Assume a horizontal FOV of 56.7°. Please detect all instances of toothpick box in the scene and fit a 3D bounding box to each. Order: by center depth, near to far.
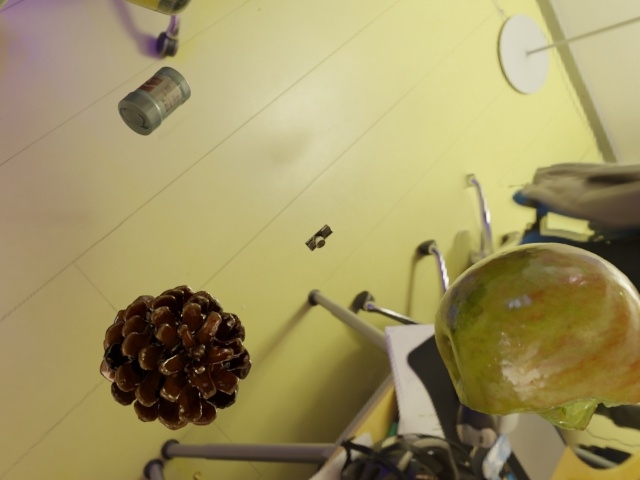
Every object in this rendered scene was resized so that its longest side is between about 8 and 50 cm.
[{"bbox_3d":[-0.398,-0.337,1.427,0.101,0.101,0.153,51,53,-24],"label":"toothpick box"}]

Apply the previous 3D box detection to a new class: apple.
[{"bbox_3d":[0.260,0.128,0.715,0.226,0.246,0.246,-14,98,-13],"label":"apple"}]

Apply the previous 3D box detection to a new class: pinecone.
[{"bbox_3d":[-0.238,0.203,1.008,0.264,0.264,0.264,1,88,-36],"label":"pinecone"}]

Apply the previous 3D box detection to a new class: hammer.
[{"bbox_3d":[0.000,0.000,2.049,0.111,0.365,0.043,-41,94,1],"label":"hammer"}]

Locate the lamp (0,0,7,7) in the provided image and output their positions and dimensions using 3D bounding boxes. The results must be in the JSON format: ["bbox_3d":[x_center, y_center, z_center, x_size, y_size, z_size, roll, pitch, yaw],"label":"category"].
[{"bbox_3d":[-0.520,-0.417,0.725,0.247,0.247,0.301,-47,124,-52],"label":"lamp"}]

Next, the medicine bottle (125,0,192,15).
[{"bbox_3d":[-0.209,-0.253,0.361,0.293,0.141,0.141,12,81,-24],"label":"medicine bottle"}]
